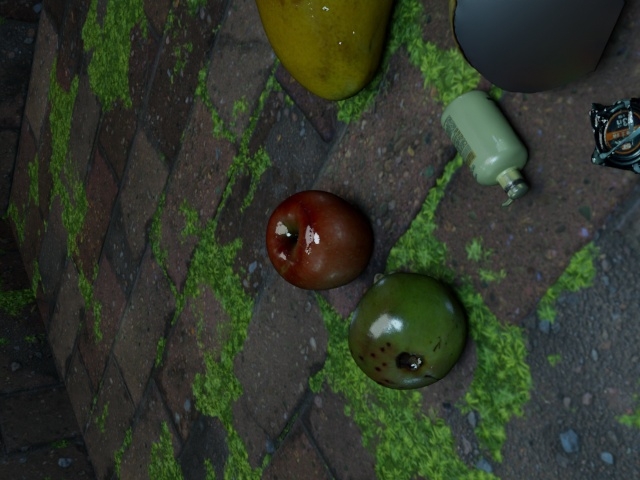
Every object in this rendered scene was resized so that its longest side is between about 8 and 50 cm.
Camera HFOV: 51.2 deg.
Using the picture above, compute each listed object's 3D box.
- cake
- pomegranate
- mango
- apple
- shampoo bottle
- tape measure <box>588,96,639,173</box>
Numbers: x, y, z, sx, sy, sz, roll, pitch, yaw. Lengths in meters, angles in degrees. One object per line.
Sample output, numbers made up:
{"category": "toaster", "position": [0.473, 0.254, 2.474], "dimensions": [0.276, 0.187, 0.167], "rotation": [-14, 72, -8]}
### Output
{"category": "cake", "position": [0.257, -0.296, 0.824], "dimensions": [0.207, 0.178, 0.185], "rotation": [45, 120, -8]}
{"category": "pomegranate", "position": [0.133, 0.117, 1.015], "dimensions": [0.179, 0.179, 0.211], "rotation": [-37, 34, 47]}
{"category": "mango", "position": [0.007, -0.416, 1.075], "dimensions": [0.263, 0.221, 0.378], "rotation": [6, 107, 47]}
{"category": "apple", "position": [0.000, 0.000, 1.156], "dimensions": [0.181, 0.168, 0.181], "rotation": [-3, 87, 52]}
{"category": "shampoo bottle", "position": [0.234, -0.126, 0.918], "dimensions": [0.079, 0.079, 0.162], "rotation": [-50, 55, 41]}
{"category": "tape measure", "position": [0.361, -0.123, 0.778], "dimensions": [0.094, 0.054, 0.091], "rotation": [6, 99, 58]}
